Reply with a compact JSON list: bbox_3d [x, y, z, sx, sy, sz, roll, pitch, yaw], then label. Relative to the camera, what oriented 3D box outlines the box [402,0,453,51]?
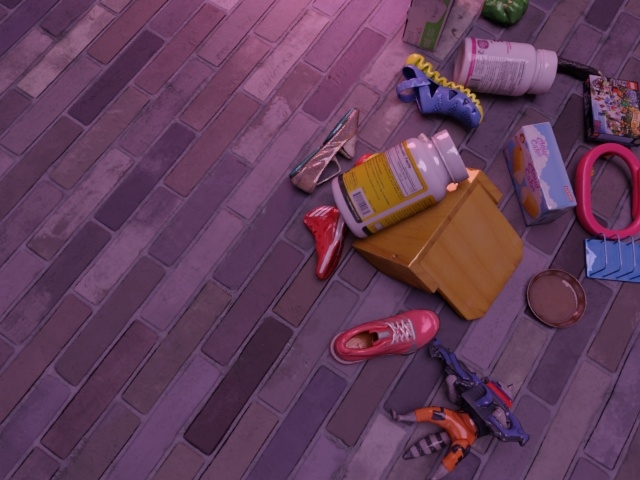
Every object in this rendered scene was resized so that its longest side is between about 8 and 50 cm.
[{"bbox_3d":[0.369,-0.789,1.635,0.127,0.262,0.231,21,73,5],"label":"box"}]

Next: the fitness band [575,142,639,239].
[{"bbox_3d":[0.871,-0.147,1.538,0.209,0.054,0.290,2,85,-1],"label":"fitness band"}]

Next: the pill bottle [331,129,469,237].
[{"bbox_3d":[0.212,-0.155,1.375,0.334,0.188,0.187,-26,74,15],"label":"pill bottle"}]

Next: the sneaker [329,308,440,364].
[{"bbox_3d":[0.182,0.261,1.373,0.314,0.136,0.115,-16,75,-6],"label":"sneaker"}]

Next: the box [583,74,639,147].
[{"bbox_3d":[0.928,-0.413,1.631,0.159,0.044,0.233,9,65,2],"label":"box"}]

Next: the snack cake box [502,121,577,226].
[{"bbox_3d":[0.640,-0.192,1.515,0.089,0.152,0.264,-9,73,-4],"label":"snack cake box"}]

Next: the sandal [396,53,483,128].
[{"bbox_3d":[0.361,-0.441,1.609,0.317,0.126,0.138,40,80,19],"label":"sandal"}]

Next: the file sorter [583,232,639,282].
[{"bbox_3d":[0.867,0.048,1.472,0.170,0.104,0.118,6,73,0],"label":"file sorter"}]

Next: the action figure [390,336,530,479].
[{"bbox_3d":[0.348,0.438,1.344,0.330,0.178,0.341,-19,47,-14],"label":"action figure"}]

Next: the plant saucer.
[{"bbox_3d":[0.670,0.166,1.471,0.169,0.029,0.168,1,72,-2],"label":"plant saucer"}]

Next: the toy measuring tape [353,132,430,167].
[{"bbox_3d":[0.205,-0.238,1.539,0.330,0.121,0.121,-37,77,-12],"label":"toy measuring tape"}]

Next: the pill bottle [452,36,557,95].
[{"bbox_3d":[0.575,-0.541,1.616,0.283,0.160,0.160,6,73,0],"label":"pill bottle"}]

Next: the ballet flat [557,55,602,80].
[{"bbox_3d":[0.840,-0.568,1.685,0.173,0.057,0.049,21,68,4],"label":"ballet flat"}]

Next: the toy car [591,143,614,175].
[{"bbox_3d":[0.869,-0.249,1.609,0.122,0.060,0.040,-38,122,5],"label":"toy car"}]

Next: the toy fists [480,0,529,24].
[{"bbox_3d":[0.652,-0.862,1.751,0.142,0.096,0.279,19,72,3],"label":"toy fists"}]

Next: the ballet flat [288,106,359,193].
[{"bbox_3d":[0.037,-0.265,1.562,0.106,0.107,0.316,43,81,-10],"label":"ballet flat"}]

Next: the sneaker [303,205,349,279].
[{"bbox_3d":[0.000,0.000,1.492,0.128,0.087,0.221,16,70,19],"label":"sneaker"}]

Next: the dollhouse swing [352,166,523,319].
[{"bbox_3d":[0.353,0.008,1.496,0.315,0.305,0.346,22,68,49],"label":"dollhouse swing"}]
